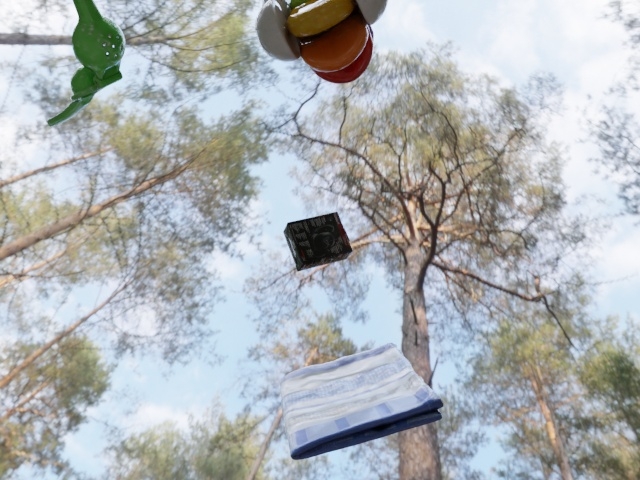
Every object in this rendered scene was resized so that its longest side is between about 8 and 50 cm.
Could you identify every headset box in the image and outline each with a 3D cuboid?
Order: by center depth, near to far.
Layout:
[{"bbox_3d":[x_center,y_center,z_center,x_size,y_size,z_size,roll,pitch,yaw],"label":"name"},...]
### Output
[{"bbox_3d":[0.000,0.000,0.880,0.083,0.032,0.062,-14,-110,-22],"label":"headset box"}]

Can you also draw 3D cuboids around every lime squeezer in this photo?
[{"bbox_3d":[-0.265,-0.199,0.708,0.109,0.059,0.310,28,-37,0],"label":"lime squeezer"}]

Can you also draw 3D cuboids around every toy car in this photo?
[{"bbox_3d":[0.015,-0.268,0.811,0.159,0.182,0.136,-21,-57,16],"label":"toy car"}]

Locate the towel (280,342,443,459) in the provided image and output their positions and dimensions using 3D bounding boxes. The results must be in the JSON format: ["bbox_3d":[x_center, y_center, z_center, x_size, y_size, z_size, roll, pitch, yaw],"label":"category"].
[{"bbox_3d":[0.045,0.218,0.934,0.209,0.285,0.034,-16,-83,-4],"label":"towel"}]
